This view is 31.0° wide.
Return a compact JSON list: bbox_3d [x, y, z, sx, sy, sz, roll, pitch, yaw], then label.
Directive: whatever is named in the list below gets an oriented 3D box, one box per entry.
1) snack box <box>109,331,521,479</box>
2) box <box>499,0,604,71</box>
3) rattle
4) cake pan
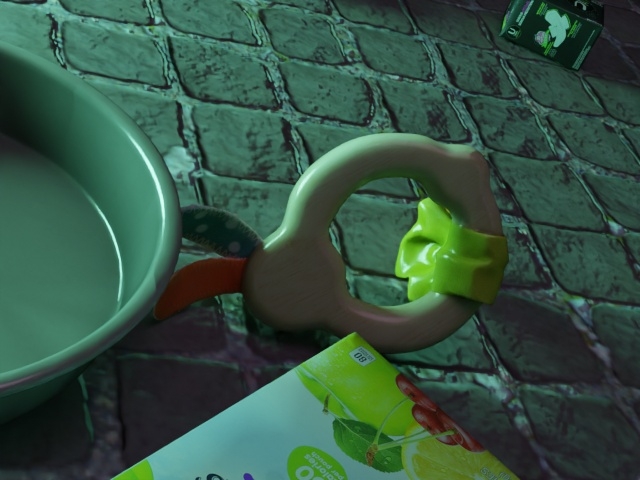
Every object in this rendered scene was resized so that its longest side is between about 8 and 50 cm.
[{"bbox_3d":[0.006,0.149,0.485,0.174,0.070,0.207,40,39,19],"label":"snack box"},{"bbox_3d":[0.220,-0.209,1.095,0.083,0.052,0.062,25,34,-3],"label":"box"},{"bbox_3d":[0.000,0.000,0.687,0.200,0.130,0.143,-15,24,-3],"label":"rattle"},{"bbox_3d":[-0.216,-0.013,0.560,0.293,0.054,0.293,13,38,-10],"label":"cake pan"}]
